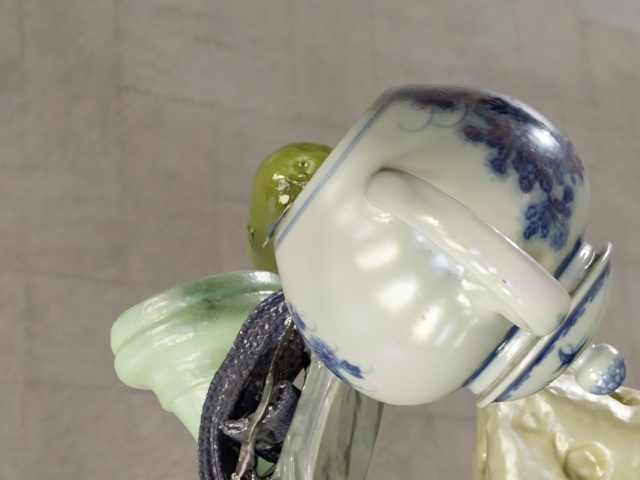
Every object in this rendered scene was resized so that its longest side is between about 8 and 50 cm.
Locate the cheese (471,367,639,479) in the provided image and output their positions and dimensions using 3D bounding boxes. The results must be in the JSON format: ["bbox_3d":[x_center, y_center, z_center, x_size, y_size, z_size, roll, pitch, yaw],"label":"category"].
[{"bbox_3d":[0.270,0.256,1.960,0.251,0.173,0.248,11,104,-8],"label":"cheese"}]

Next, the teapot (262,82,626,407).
[{"bbox_3d":[0.116,0.024,1.385,0.280,0.424,0.252,38,87,3],"label":"teapot"}]

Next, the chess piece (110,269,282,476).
[{"bbox_3d":[-0.080,0.197,1.819,0.194,0.194,0.299,-8,70,-35],"label":"chess piece"}]

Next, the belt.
[{"bbox_3d":[-0.027,0.154,1.633,0.126,0.139,0.230,52,52,-58],"label":"belt"}]

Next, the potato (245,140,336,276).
[{"bbox_3d":[0.000,0.000,2.026,0.148,0.253,0.186,-32,45,-13],"label":"potato"}]
